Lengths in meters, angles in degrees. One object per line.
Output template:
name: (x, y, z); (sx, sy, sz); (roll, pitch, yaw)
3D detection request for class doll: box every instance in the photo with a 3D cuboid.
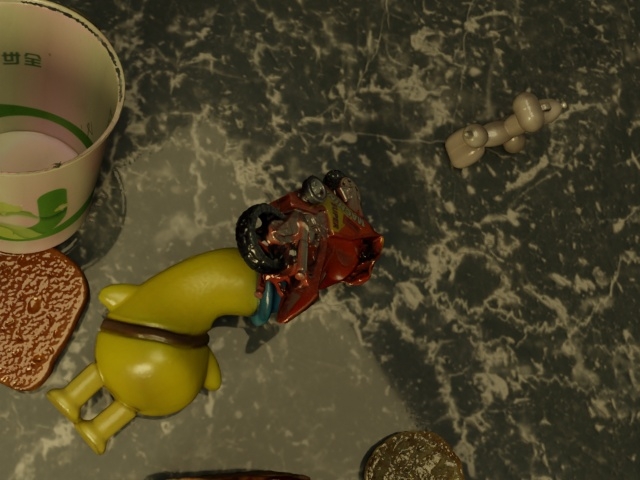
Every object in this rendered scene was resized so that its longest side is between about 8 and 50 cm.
doll: (-0.187, 0.111, 1.234); (0.363, 0.145, 0.199); (-43, 102, -20)
doll: (0.274, -0.166, 1.379); (0.161, 0.160, 0.059); (-16, 80, -13)

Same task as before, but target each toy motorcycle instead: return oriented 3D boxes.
toy motorcycle: (-0.002, -0.001, 1.267); (0.298, 0.089, 0.171); (-30, 100, -56)

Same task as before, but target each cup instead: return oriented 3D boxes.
cup: (-0.377, -0.126, 1.166); (0.253, 0.274, 0.253); (6, 62, -12)

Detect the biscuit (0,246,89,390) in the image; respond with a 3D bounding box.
biscuit: (-0.413, 0.085, 1.248); (0.186, 0.036, 0.192); (25, 73, -2)

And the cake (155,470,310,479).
cake: (-0.111, 0.375, 1.111); (0.198, 0.293, 0.196); (0, 77, -16)

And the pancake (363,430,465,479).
pancake: (0.130, 0.339, 1.305); (0.151, 0.025, 0.152); (3, 76, -12)
